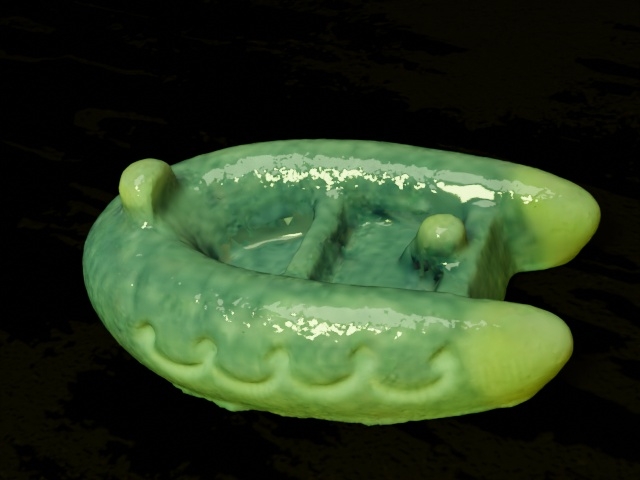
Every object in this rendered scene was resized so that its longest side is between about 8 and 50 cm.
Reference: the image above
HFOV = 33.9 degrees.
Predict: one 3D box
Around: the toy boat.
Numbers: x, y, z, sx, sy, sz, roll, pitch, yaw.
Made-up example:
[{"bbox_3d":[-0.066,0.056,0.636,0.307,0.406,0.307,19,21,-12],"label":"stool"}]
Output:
[{"bbox_3d":[0.000,0.000,0.657,0.329,0.123,0.215,4,42,24],"label":"toy boat"}]
